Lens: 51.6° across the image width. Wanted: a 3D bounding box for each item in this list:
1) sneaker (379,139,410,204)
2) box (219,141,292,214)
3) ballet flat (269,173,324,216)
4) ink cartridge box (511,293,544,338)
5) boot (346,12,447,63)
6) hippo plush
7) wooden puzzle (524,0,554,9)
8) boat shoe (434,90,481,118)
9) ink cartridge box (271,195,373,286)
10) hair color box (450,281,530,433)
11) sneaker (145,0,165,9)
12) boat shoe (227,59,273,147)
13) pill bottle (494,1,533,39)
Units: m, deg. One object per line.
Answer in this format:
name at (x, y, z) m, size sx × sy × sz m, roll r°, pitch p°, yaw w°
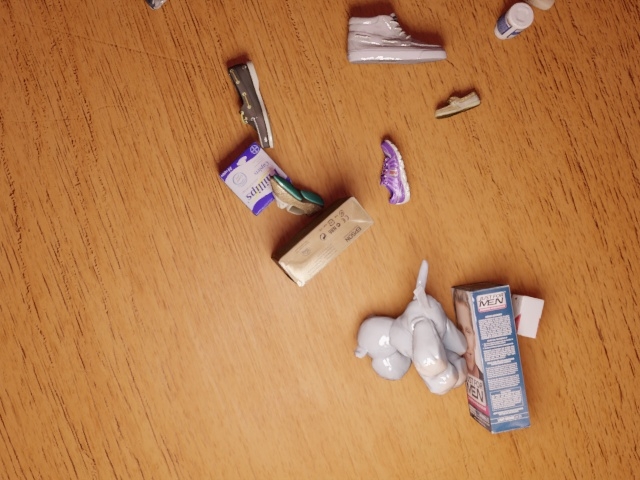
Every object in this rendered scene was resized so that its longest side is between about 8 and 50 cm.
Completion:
sneaker at (0.180, -0.174, 1.695) m, size 0.071 × 0.068 × 0.170 m, roll -15°, pitch 92°, yaw -1°
box at (-0.161, -0.152, 1.647) m, size 0.126 × 0.072 × 0.137 m, roll -44°, pitch 95°, yaw -5°
ballet flat at (-0.068, -0.099, 1.613) m, size 0.067 × 0.206 × 0.073 m, roll -43°, pitch 53°, yaw 18°
ink cartridge box at (0.511, 0.190, 1.697) m, size 0.056 × 0.135 × 0.099 m, roll 13°, pitch 87°, yaw -4°
boot at (0.195, -0.517, 1.683) m, size 0.258 × 0.095 × 0.124 m, roll -1°, pitch 96°, yaw -6°
hippo plush at (0.196, 0.255, 1.592) m, size 0.236 × 0.234 × 0.294 m, roll -20°, pitch 115°, yaw 27°
wooden puzzle at (0.557, -0.765, 1.763) m, size 0.220 × 0.044 × 0.239 m, roll 23°, pitch 91°, yaw -7°
boat shoe at (0.353, -0.354, 1.729) m, size 0.135 × 0.050 × 0.045 m, roll -20°, pitch 89°, yaw -17°
ink cartridge box at (0.000, 0.000, 1.604) m, size 0.234 × 0.193 × 0.088 m, roll -42°, pitch 96°, yaw -5°
hair color box at (0.423, 0.285, 1.665) m, size 0.105 × 0.174 × 0.348 m, roll -8°, pitch 90°, yaw -6°
sneaker at (-0.472, -0.632, 1.606) m, size 0.226 × 0.086 × 0.164 m, roll -21°, pitch 89°, yaw -8°
boat shoe at (-0.172, -0.331, 1.647) m, size 0.068 × 0.081 × 0.228 m, roll -16°, pitch 84°, yaw -4°
pill bottle at (0.495, -0.562, 1.710) m, size 0.067 × 0.120 × 0.067 m, roll 0°, pitch 89°, yaw -7°
